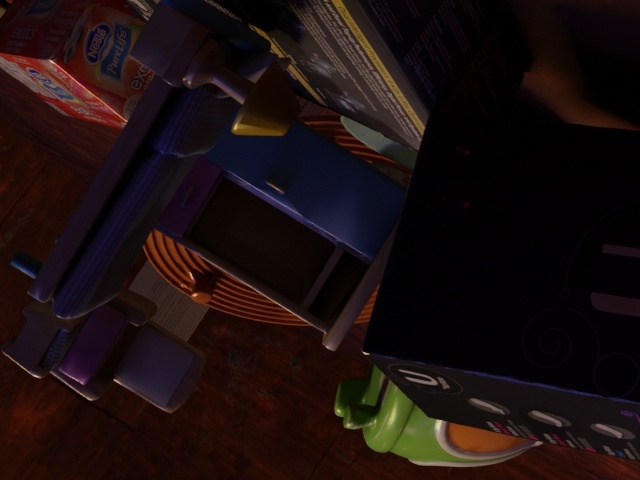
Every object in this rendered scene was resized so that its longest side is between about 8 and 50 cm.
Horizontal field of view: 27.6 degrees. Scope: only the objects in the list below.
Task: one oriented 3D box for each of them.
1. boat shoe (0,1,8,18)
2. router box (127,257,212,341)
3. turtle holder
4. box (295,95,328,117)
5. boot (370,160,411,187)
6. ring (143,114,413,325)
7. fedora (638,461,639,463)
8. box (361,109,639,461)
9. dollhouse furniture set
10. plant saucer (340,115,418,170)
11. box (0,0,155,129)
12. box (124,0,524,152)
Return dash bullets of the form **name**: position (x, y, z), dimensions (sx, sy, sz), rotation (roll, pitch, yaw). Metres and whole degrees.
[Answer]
- **boat shoe**: position (-0.479, -0.308, 1.808), dimensions (0.227, 0.079, 0.081), rotation (33, 168, -17)
- **router box**: position (-0.139, 0.013, 1.476), dimensions (0.082, 0.335, 0.301), rotation (33, 171, -5)
- **turtle holder**: position (0.151, 0.150, 1.515), dimensions (0.227, 0.243, 0.320), rotation (17, 163, -3)
- **box**: position (-0.074, -0.125, 1.182), dimensions (0.072, 0.126, 0.137), rotation (24, 167, 43)
- **boot**: position (0.090, -0.033, 1.114), dimensions (0.106, 0.037, 0.114), rotation (-17, 139, 20)
- **ring**: position (0.000, 0.000, 1.215), dimensions (0.336, 0.032, 0.337), rotation (-1, 146, 0)
- **fedora**: position (0.383, 0.180, 1.098), dimensions (0.334, 0.152, 0.334), rotation (33, 172, 5)
- **box**: position (0.185, 0.035, 0.770), dimensions (0.270, 0.165, 0.143), rotation (8, 160, 26)
- **dollhouse furniture set**: position (-0.066, 0.021, 0.827), dimensions (0.198, 0.286, 0.303), rotation (31, -175, -1)
- **plant saucer**: position (0.112, -0.074, 1.018), dimensions (0.195, 0.037, 0.195), rotation (23, 175, 2)
- **box**: position (-0.245, -0.205, 1.374), dimensions (0.128, 0.123, 0.257), rotation (38, 170, -30)
- **box**: position (-0.070, -0.213, 0.790), dimensions (0.318, 0.097, 0.395), rotation (30, 172, 31)
